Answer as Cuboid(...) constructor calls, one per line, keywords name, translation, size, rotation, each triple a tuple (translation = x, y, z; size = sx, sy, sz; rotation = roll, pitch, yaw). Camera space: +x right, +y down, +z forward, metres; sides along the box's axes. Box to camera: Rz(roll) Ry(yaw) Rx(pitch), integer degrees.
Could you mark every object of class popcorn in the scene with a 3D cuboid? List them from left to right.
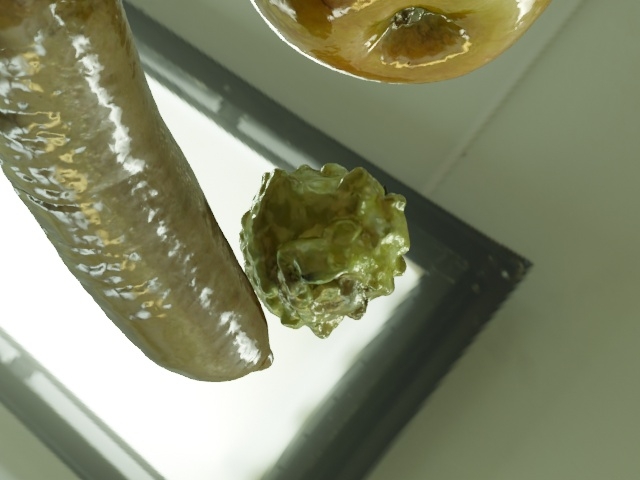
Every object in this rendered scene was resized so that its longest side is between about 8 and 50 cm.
Cuboid(name="popcorn", translation=(0.006, -0.001, 1.340), size=(0.173, 0.142, 0.173), rotation=(-9, -105, 36))

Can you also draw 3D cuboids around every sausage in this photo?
Cuboid(name="sausage", translation=(-0.153, -0.047, 1.027), size=(0.136, 0.500, 0.123), rotation=(1, -129, 18))

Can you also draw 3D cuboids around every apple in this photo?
Cuboid(name="apple", translation=(0.065, -0.256, 1.094), size=(0.286, 0.286, 0.233), rotation=(-15, -116, 14))
